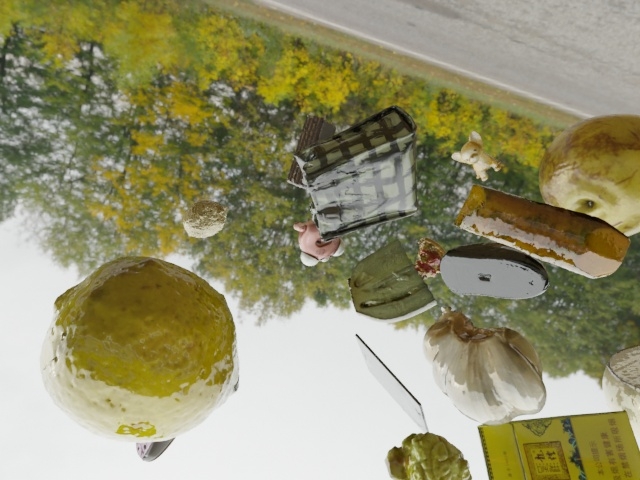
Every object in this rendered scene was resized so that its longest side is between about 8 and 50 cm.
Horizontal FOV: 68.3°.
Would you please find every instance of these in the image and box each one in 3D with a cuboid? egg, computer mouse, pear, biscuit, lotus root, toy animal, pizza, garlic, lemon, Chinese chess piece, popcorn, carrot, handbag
[{"bbox_3d":[-0.352,-0.068,1.445,0.140,0.116,0.118,-39,-159,-24],"label":"egg"},{"bbox_3d":[0.436,0.071,1.184,0.270,0.137,0.086,1,-147,40],"label":"computer mouse"},{"bbox_3d":[0.628,-0.142,1.027,0.281,0.280,0.281,16,-166,-4],"label":"pear"},{"bbox_3d":[-0.028,-0.296,1.581,0.070,0.252,0.106,22,-171,25],"label":"biscuit"},{"bbox_3d":[-0.468,0.528,1.467,0.072,0.310,0.158,32,175,-33],"label":"computer mouse"},{"bbox_3d":[0.240,0.184,1.689,0.267,0.260,0.149,62,-174,29],"label":"lotus root"},{"bbox_3d":[0.268,-0.147,0.812,0.083,0.060,0.081,38,-144,-17],"label":"toy animal"},{"bbox_3d":[0.433,0.103,1.905,0.188,0.199,0.062,40,175,-12],"label":"pizza"},{"bbox_3d":[0.322,0.270,0.950,0.203,0.185,0.281,49,158,-23],"label":"garlic"},{"bbox_3d":[-0.325,0.208,0.906,0.387,0.350,0.350,35,-171,-15],"label":"lemon"},{"bbox_3d":[0.839,0.348,1.077,0.338,0.140,0.338,-10,-175,1],"label":"Chinese chess piece"},{"bbox_3d":[0.294,0.664,1.340,0.237,0.206,0.251,50,147,-10],"label":"popcorn"},{"bbox_3d":[0.420,-0.023,0.914,0.302,0.114,0.114,21,-166,16],"label":"carrot"},{"bbox_3d":[0.114,-0.173,1.341,0.327,0.325,0.162,-20,-130,-3],"label":"handbag"}]

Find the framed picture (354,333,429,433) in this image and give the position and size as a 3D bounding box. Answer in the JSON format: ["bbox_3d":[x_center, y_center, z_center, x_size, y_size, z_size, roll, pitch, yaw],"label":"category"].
[{"bbox_3d":[0.230,0.466,1.516,0.013,0.244,0.324,-33,-136,-13],"label":"framed picture"}]

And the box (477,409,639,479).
[{"bbox_3d":[0.464,0.426,0.919,0.279,0.153,0.041,-17,162,25],"label":"box"}]

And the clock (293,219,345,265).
[{"bbox_3d":[0.000,0.000,1.638,0.166,0.162,0.093,-21,-163,-15],"label":"clock"}]
